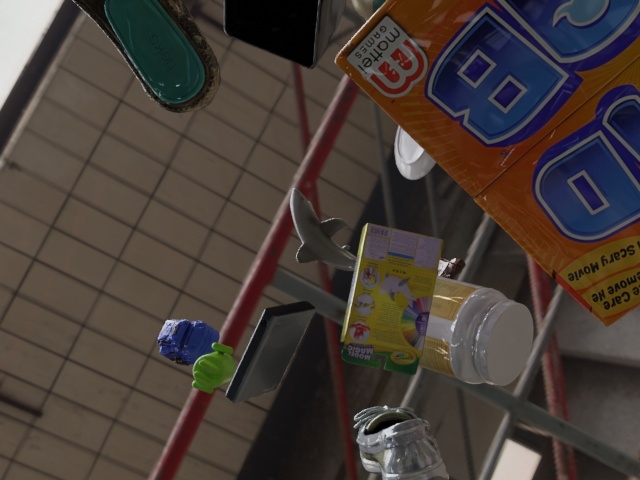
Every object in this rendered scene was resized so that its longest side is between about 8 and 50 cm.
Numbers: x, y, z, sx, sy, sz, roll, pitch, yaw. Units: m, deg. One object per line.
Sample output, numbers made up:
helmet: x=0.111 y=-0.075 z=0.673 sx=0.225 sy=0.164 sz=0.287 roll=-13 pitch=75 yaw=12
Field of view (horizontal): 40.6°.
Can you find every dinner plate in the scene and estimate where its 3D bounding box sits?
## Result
dinner plate: x=0.155 y=-0.168 z=1.398 sx=0.141 sy=0.017 sz=0.141 roll=-30 pitch=55 yaw=55

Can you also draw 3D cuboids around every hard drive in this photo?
hard drive: x=-0.065 y=0.144 z=1.124 sx=0.094 sy=0.022 sz=0.135 roll=-6 pitch=-53 yaw=-56

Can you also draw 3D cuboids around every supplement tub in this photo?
supplement tub: x=0.200 y=0.131 z=1.298 sx=0.200 sy=0.144 sz=0.144 roll=14 pitch=74 yaw=42

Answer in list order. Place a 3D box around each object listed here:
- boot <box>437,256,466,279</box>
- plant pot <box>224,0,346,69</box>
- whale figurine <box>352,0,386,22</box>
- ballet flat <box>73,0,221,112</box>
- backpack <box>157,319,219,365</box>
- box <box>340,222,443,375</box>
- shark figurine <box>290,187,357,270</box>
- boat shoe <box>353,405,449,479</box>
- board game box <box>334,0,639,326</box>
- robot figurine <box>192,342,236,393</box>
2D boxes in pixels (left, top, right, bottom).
boot: x=0.221 y=0.084 z=1.694 sx=0.114 sy=0.037 sz=0.106 roll=-51 pitch=15 yaw=-24
plant pot: x=-0.042 y=-0.442 z=1.500 sx=0.167 sy=0.188 sz=0.187 roll=-50 pitch=-23 yaw=-38
whale figurine: x=0.145 y=-0.373 z=1.284 sx=0.216 sy=0.141 sz=0.272 roll=-65 pitch=-19 yaw=-7
ballet flat: x=-0.320 y=-0.418 z=1.386 sx=0.164 sy=0.482 sz=0.182 roll=-32 pitch=11 yaw=10
backpack: x=-0.293 y=0.225 z=1.920 sx=0.120 sy=0.101 sz=0.097 roll=0 pitch=62 yaw=38
box: x=0.090 y=0.077 z=1.111 sx=0.043 sy=0.105 sz=0.179 roll=127 pitch=156 yaw=-79
shark figurine: x=0.015 y=0.025 z=1.773 sx=0.278 sy=0.116 sz=0.166 roll=32 pitch=130 yaw=35
boat shoe: x=0.112 y=0.289 z=1.278 sx=0.320 sy=0.118 sz=0.103 roll=145 pitch=111 yaw=-89
board game box: x=0.293 y=-0.217 z=0.841 sx=0.356 sy=0.356 sz=0.356 roll=-43 pitch=8 yaw=29
robot figurine: x=-0.205 y=0.251 z=1.682 sx=0.101 sy=0.067 sz=0.115 roll=-65 pitch=-13 yaw=5
